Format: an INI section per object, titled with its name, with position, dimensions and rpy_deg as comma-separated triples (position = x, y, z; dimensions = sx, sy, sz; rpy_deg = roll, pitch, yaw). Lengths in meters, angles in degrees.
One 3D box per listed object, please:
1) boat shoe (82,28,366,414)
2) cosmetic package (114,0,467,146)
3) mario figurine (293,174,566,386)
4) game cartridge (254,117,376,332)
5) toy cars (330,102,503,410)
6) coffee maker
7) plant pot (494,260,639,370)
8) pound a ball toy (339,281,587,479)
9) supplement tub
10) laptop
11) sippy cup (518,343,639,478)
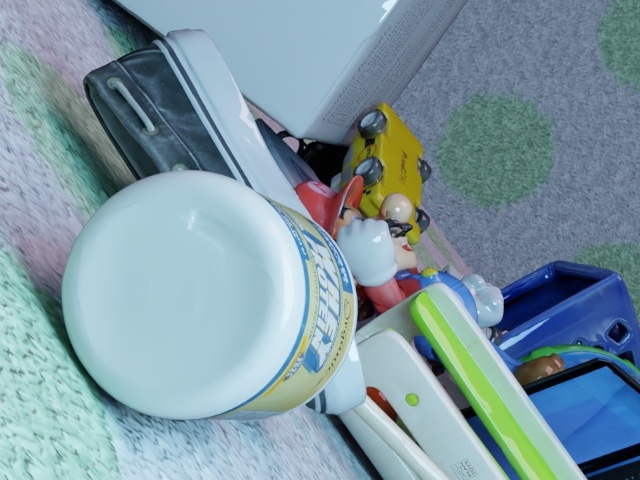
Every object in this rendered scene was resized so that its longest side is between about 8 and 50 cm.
[boat shoe]
position = -0.078, -0.004, 1.218
dimensions = 0.335, 0.119, 0.121
rpy_deg = 61, -15, 25
[cosmetic package]
position = -0.020, -0.328, 1.840
dimensions = 0.327, 0.329, 0.394
rpy_deg = 37, 7, 7
[mario figurine]
position = 0.106, 0.037, 1.587
dimensions = 0.320, 0.170, 0.198
rpy_deg = 37, -30, 8
[game cartridge]
position = 0.000, 0.000, 1.857
dimensions = 0.294, 0.060, 0.196
rpy_deg = 60, 6, 35
[toy cars]
position = 0.098, 0.030, 1.795
dimensions = 0.176, 0.087, 0.393
rpy_deg = 9, 55, -59
[coffee maker]
position = 0.031, -0.073, 2.100
dimensions = 0.171, 0.120, 0.178
rpy_deg = 55, 7, 11
[plant pot]
position = 0.278, 0.173, 2.014
dimensions = 0.212, 0.236, 0.236
rpy_deg = 61, -7, -8
[pound a ball toy]
position = 0.084, 0.186, 1.409
dimensions = 0.319, 0.136, 0.208
rpy_deg = 54, 33, -1
[supplement tub]
position = -0.059, 0.039, 1.010
dimensions = 0.144, 0.144, 0.200
rpy_deg = 56, 8, 13
[laptop]
position = 0.240, 0.260, 1.512
dimensions = 0.137, 0.234, 0.264
rpy_deg = -5, 73, -55
[sippy cup]
position = 0.310, 0.245, 1.796
dimensions = 0.240, 0.306, 0.224
rpy_deg = 67, -11, -11
